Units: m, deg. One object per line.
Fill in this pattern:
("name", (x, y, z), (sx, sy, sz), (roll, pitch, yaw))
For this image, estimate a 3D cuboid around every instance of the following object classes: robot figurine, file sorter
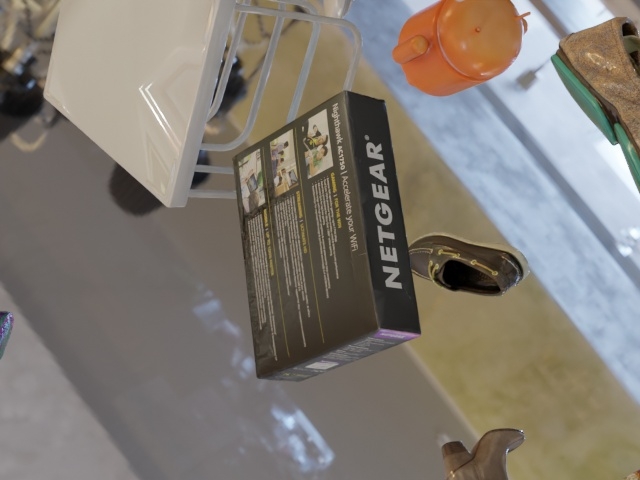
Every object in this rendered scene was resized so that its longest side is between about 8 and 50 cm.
("robot figurine", (0.189, -0.268, 1.625), (0.158, 0.219, 0.128), (27, -106, -20))
("file sorter", (-0.120, -0.175, 1.169), (0.173, 0.193, 0.277), (0, -154, -39))

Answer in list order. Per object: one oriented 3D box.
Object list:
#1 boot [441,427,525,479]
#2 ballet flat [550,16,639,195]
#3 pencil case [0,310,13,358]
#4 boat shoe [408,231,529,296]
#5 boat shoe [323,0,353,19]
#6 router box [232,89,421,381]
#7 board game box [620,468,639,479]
("boot", (0.187, 0.251, 1.305), (0.118, 0.042, 0.087), (-8, -135, -22))
("ballet flat", (0.310, -0.109, 1.104), (0.107, 0.106, 0.316), (53, -167, -45))
("pencil case", (-0.343, 0.070, 1.032), (0.151, 0.070, 0.064), (19, -162, -7))
("boat shoe", (0.208, 0.040, 1.853), (0.068, 0.227, 0.081), (-41, -60, -35))
("boat shoe", (0.049, -0.341, 1.432), (0.063, 0.184, 0.066), (4, -149, -18))
("router box", (0.000, 0.000, 0.873), (0.046, 0.133, 0.179), (9, -114, -41))
("board game box", (0.465, 0.519, 1.849), (0.318, 0.318, 0.066), (48, -162, -27))
